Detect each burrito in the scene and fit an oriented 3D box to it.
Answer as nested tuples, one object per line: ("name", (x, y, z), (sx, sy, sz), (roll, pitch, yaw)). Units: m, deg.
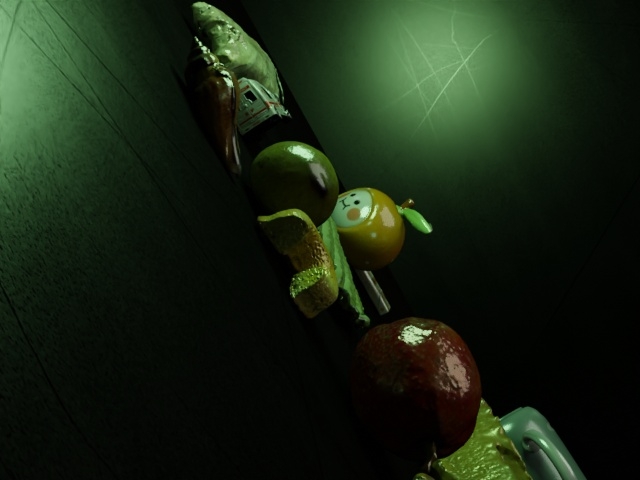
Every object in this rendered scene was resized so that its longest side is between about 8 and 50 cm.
("burrito", (-0.173, -0.387, 2.175), (0.348, 0.107, 0.175), (42, 33, -66))

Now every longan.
("longan", (-0.051, -0.089, 1.690), (0.145, 0.176, 0.154), (-18, 102, -43))

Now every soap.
("soap", (0.266, 0.373, 1.872), (0.304, 0.169, 0.338), (84, -19, -65))

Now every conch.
("conch", (-0.159, -0.219, 1.597), (0.086, 0.080, 0.232), (34, 28, -60))

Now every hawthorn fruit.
("hawthorn fruit", (0.145, 0.239, 1.504), (0.205, 0.205, 0.253), (54, 20, -48))

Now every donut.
("donut", (-0.026, 0.031, 1.576), (0.181, 0.078, 0.146), (64, 10, 18))

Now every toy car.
("toy car", (-0.129, -0.263, 2.016), (0.108, 0.089, 0.210), (56, 9, -1))

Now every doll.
("doll", (0.139, -0.039, 2.466), (0.213, 0.236, 0.213), (-24, 90, -86))

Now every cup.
("cup", (0.487, 0.543, 2.373), (0.274, 0.259, 0.356), (59, -21, 16))

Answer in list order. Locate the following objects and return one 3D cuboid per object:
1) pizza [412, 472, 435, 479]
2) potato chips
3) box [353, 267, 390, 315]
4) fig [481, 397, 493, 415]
("pizza", (0.218, 0.473, 1.659), (0.195, 0.052, 0.185), (63, 9, 32))
("potato chips", (0.000, 0.000, 1.988), (0.358, 0.070, 0.429), (62, 7, -18))
("box", (0.117, 0.091, 2.648), (0.220, 0.032, 0.122), (61, 6, 2))
("fig", (0.321, 0.428, 2.254), (0.231, 0.143, 0.160), (-6, 98, -84))
